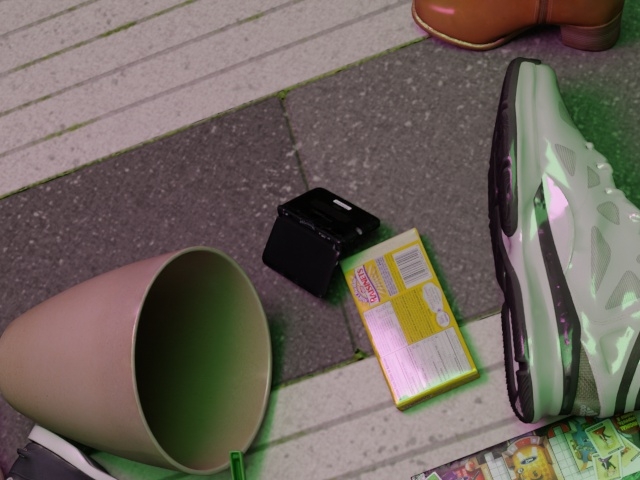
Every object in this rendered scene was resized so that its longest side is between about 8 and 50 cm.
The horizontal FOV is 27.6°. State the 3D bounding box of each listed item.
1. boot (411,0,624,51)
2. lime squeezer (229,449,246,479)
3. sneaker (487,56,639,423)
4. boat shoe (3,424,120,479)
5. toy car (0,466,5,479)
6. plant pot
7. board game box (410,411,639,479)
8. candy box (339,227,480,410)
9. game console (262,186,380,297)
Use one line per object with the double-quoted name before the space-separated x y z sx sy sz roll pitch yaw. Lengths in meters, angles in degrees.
"boot" 0.232 -0.323 1.604 0.283 0.220 0.109 16 72 22
"lime squeezer" -0.076 0.394 1.432 0.059 0.110 0.310 2 70 -3
"sneaker" 0.332 -0.008 1.496 0.257 0.169 0.447 -1 66 0
"boat shoe" -0.245 0.319 1.517 0.302 0.114 0.091 21 72 36
"toy car" -0.518 0.322 1.550 0.238 0.210 0.219 -30 68 15
"plant pot" -0.240 0.141 1.536 0.274 0.256 0.256 -4 64 33
"board game box" 0.242 0.278 1.437 0.259 0.030 0.136 -23 64 5
"candy box" 0.105 0.092 1.561 0.105 0.027 0.206 -25 62 8
"game console" 0.000 0.000 1.627 0.107 0.071 0.122 -28 40 -31
